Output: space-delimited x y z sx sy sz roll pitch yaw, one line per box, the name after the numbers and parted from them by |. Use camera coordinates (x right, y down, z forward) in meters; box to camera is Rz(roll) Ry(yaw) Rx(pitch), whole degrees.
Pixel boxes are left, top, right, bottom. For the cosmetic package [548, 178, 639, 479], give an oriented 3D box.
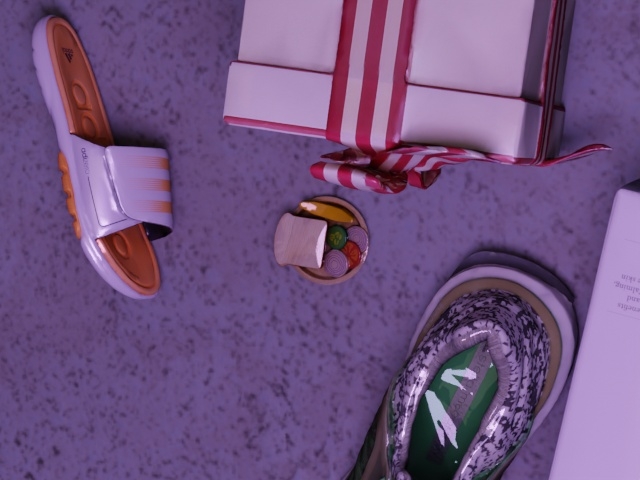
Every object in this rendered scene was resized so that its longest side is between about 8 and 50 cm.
0.289 0.151 1.290 0.197 0.155 0.366 16 100 16 | cosmetic package

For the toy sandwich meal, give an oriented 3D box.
0.000 0.000 1.432 0.085 0.029 0.086 2 96 17 | toy sandwich meal

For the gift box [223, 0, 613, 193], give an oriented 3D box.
0.089 -0.163 1.274 0.276 0.255 0.258 11 96 20 | gift box

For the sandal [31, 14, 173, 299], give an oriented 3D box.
-0.179 -0.080 1.445 0.076 0.102 0.265 -19 87 21 | sandal

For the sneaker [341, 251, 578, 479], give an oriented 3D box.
0.073 0.209 1.348 0.158 0.182 0.410 21 101 14 | sneaker
